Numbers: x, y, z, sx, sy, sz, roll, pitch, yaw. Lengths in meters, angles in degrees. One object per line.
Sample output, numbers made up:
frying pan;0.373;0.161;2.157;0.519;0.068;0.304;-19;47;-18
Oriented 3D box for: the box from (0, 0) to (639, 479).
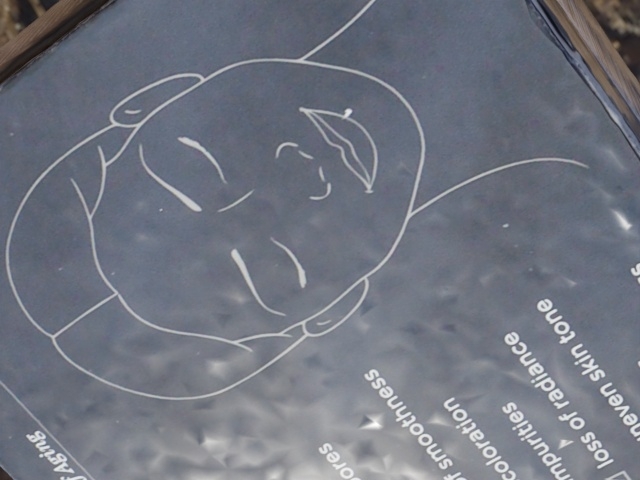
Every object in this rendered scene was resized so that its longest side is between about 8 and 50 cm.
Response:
box;0.000;0.000;0.903;0.471;0.480;0.297;-32;-161;19
